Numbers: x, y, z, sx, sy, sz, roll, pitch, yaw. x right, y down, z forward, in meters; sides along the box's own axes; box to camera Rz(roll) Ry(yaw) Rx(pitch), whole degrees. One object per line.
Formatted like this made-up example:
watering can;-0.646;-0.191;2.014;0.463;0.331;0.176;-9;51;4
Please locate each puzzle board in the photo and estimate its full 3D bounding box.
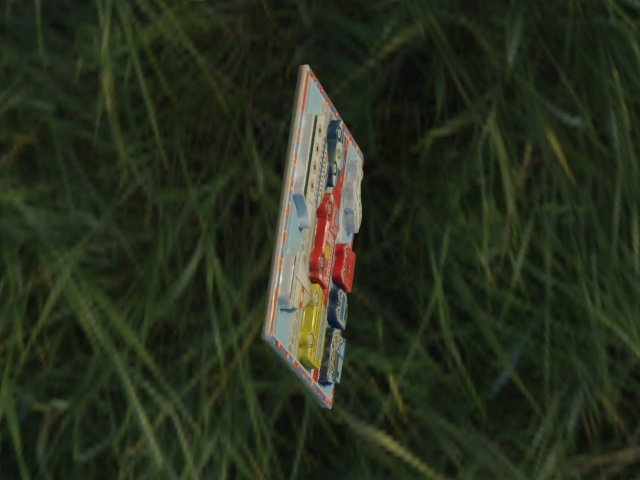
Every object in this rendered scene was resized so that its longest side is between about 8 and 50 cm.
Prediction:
puzzle board;0.000;0.000;0.882;0.011;0.128;0.096;0;158;16
